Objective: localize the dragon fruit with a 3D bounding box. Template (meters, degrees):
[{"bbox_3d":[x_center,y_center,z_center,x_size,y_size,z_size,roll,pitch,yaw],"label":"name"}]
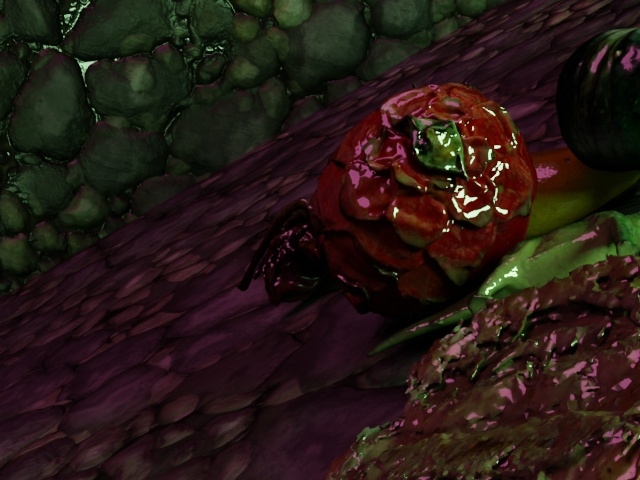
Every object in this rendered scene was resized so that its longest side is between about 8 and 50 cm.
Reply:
[{"bbox_3d":[0.104,-0.037,1.226,0.299,0.244,0.244,-58,-5,35],"label":"dragon fruit"}]

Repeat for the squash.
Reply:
[{"bbox_3d":[0.359,-0.149,1.212,0.172,0.218,0.218,-70,19,1],"label":"squash"}]

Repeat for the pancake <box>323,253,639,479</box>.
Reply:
[{"bbox_3d":[0.152,0.143,0.883,0.382,0.071,0.382,-34,14,10],"label":"pancake"}]

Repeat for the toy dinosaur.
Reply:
[{"bbox_3d":[0.268,0.003,1.163,0.447,0.087,0.301,-17,17,22],"label":"toy dinosaur"}]

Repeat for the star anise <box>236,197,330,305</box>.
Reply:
[{"bbox_3d":[0.000,0.000,1.564,0.220,0.125,0.190,-32,19,-26],"label":"star anise"}]

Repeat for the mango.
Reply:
[{"bbox_3d":[0.280,-0.063,1.344,0.228,0.099,0.136,-19,8,-1],"label":"mango"}]
